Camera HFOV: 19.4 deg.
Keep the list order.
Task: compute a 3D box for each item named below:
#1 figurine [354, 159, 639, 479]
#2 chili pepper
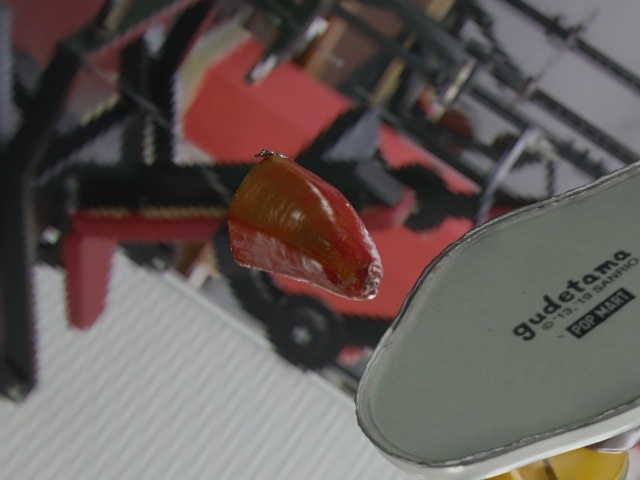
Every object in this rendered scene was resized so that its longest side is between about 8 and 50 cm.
[{"bbox_3d":[0.147,0.075,0.941,0.250,0.141,0.166,-29,-145,-6],"label":"figurine"},{"bbox_3d":[-0.003,0.003,1.307,0.169,0.065,0.088,35,-68,56],"label":"chili pepper"}]
